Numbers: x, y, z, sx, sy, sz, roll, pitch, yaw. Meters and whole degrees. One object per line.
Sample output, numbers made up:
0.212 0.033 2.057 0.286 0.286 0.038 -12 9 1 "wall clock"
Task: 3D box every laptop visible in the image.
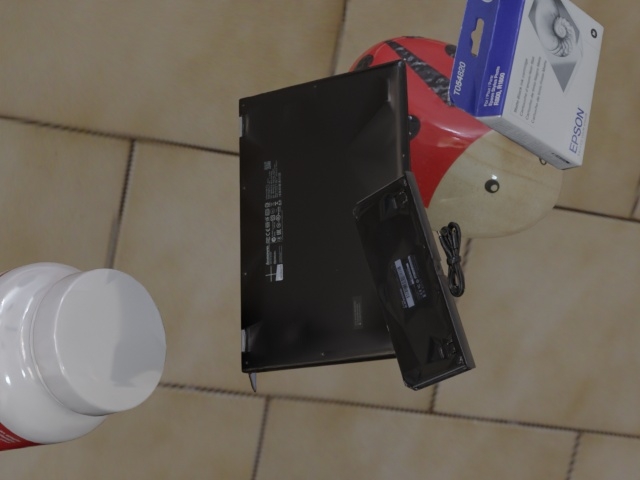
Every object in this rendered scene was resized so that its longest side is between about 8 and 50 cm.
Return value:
0.000 0.000 1.641 0.236 0.408 0.382 17 67 -55 "laptop"

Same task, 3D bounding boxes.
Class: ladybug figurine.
0.188 -0.186 1.841 0.305 0.449 0.162 -33 142 -19 "ladybug figurine"

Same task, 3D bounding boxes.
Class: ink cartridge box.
0.278 -0.237 1.556 0.224 0.045 0.223 24 69 -32 "ink cartridge box"

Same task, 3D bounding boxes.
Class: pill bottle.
-0.398 0.155 1.514 0.229 0.408 0.229 19 65 -47 "pill bottle"

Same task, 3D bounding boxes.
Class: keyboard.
0.090 0.031 1.021 0.023 0.108 0.180 -4 72 -42 "keyboard"
